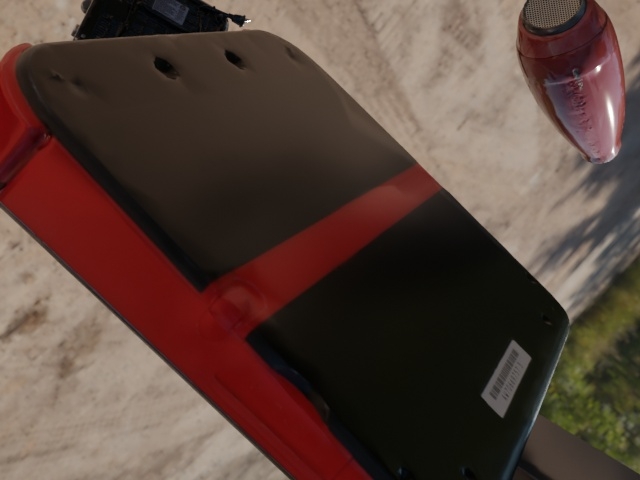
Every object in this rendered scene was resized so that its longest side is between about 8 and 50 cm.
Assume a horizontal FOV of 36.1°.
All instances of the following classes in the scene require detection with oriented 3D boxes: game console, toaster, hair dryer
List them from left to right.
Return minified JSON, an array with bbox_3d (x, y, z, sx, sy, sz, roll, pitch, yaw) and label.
[{"bbox_3d":[-0.205,-0.224,1.168,0.110,0.186,0.168,-35,-146,53],"label":"toaster"},{"bbox_3d":[0.000,0.000,0.612,0.060,0.342,0.386,-46,174,24],"label":"game console"},{"bbox_3d":[0.208,-0.202,0.836,0.080,0.293,0.223,-13,-166,24],"label":"hair dryer"}]

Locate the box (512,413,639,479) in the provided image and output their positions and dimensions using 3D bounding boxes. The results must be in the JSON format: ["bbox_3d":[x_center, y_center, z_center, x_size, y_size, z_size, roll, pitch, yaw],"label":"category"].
[{"bbox_3d":[0.120,0.218,0.687,0.103,0.261,0.184,4,104,-33],"label":"box"}]
